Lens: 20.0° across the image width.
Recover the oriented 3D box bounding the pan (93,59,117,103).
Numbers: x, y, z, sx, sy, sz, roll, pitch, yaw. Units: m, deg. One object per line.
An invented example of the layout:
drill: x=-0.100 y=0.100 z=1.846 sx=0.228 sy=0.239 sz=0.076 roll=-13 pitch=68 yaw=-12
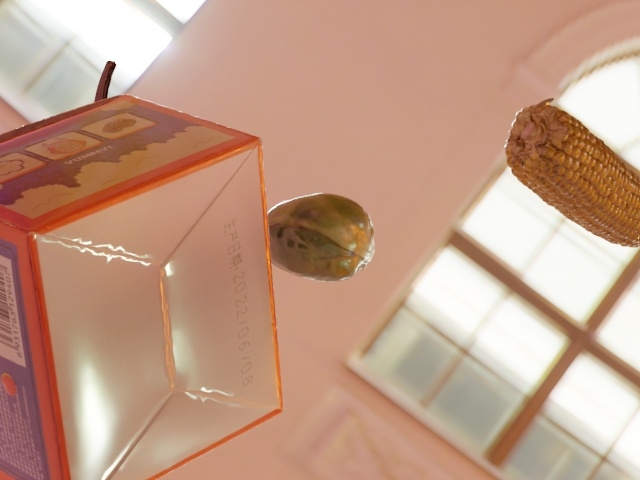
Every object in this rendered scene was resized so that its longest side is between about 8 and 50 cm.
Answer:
pan: x=-0.309 y=-0.143 z=2.486 sx=0.040 sy=0.212 sz=0.115 roll=22 pitch=3 yaw=25

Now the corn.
corn: x=0.289 y=-0.064 z=1.968 sx=0.260 sy=0.091 sz=0.091 roll=31 pitch=14 yaw=-45

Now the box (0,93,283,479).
box: x=-0.247 y=0.062 z=1.988 sx=0.257 sy=0.318 sz=0.348 roll=19 pitch=-55 yaw=41

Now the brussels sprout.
brussels sprout: x=0.003 y=-0.002 z=2.661 sx=0.183 sy=0.131 sz=0.145 roll=5 pitch=-13 yaw=-22
